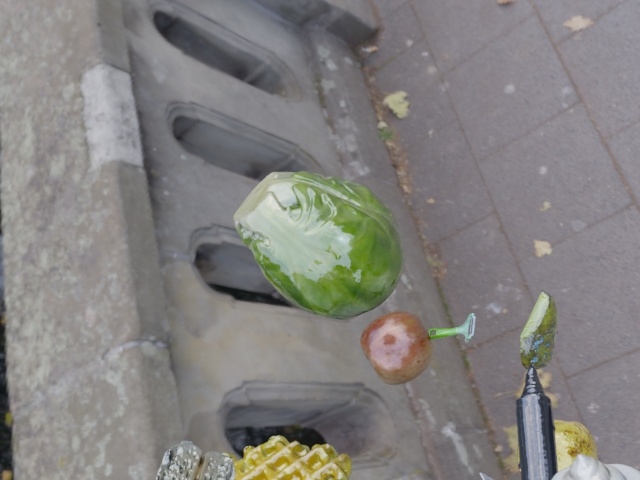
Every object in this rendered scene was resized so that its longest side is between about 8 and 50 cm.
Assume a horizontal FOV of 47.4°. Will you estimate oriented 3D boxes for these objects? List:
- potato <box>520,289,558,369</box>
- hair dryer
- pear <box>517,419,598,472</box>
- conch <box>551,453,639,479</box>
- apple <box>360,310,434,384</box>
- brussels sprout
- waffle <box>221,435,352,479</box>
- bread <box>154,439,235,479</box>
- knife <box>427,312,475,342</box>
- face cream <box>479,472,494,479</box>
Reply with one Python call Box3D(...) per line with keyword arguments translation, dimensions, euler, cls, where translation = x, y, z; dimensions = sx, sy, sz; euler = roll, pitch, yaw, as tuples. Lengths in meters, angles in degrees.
Box3D(translation=(0.544, 0.224, 1.773), dimensions=(0.054, 0.119, 0.197), euler=(14, 87, 51), cls="potato")
Box3D(translation=(0.298, 0.349, 1.052), dimensions=(0.189, 0.107, 0.352), euler=(-7, 58, 17), cls="hair dryer")
Box3D(translation=(0.507, 0.469, 1.559), dimensions=(0.178, 0.178, 0.177), euler=(-12, 71, 39), cls="pear")
Box3D(translation=(0.270, 0.281, 0.685), dimensions=(0.094, 0.104, 0.176), euler=(-8, 105, 4), cls="conch")
Box3D(translation=(0.205, 0.282, 1.932), dimensions=(0.174, 0.188, 0.188), euler=(-27, 57, -2), cls="apple")
Box3D(translation=(-0.002, 0.001, 1.507), dimensions=(0.281, 0.355, 0.289), euler=(-53, 7, 33), cls="brussels sprout")
Box3D(translation=(-0.076, 0.397, 1.059), dimensions=(0.291, 0.051, 0.291), euler=(-18, 30, 11), cls="waffle")
Box3D(translation=(-0.177, 0.380, 0.761), dimensions=(0.337, 0.102, 0.183), euler=(-78, 13, -59), cls="bread")
Box3D(translation=(0.342, 0.239, 1.904), dimensions=(0.166, 0.023, 0.078), euler=(-23, 43, 52), cls="knife")
Box3D(translation=(0.477, 0.681, 1.646), dimensions=(0.137, 0.420, 0.234), euler=(-32, 49, 13), cls="face cream")
